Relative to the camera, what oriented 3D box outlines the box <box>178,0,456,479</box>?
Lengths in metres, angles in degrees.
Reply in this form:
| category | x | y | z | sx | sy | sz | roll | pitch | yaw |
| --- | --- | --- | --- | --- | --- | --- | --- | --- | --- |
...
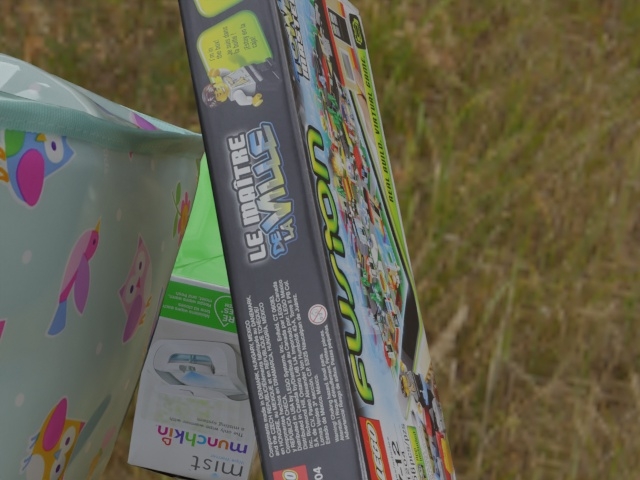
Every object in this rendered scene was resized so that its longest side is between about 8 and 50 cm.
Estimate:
| category | x | y | z | sx | sy | sz | roll | pitch | yaw |
| --- | --- | --- | --- | --- | --- | --- | --- | --- | --- |
| box | 0.000 | 0.000 | 0.579 | 0.036 | 0.207 | 0.114 | -15 | -13 | 17 |

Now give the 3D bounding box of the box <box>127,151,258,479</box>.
| category | x | y | z | sx | sy | sz | roll | pitch | yaw |
| --- | --- | --- | --- | --- | --- | --- | --- | --- | --- |
| box | -0.090 | 0.070 | 1.575 | 0.126 | 0.231 | 0.262 | 13 | 32 | 0 |

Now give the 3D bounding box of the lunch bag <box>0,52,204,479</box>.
| category | x | y | z | sx | sy | sz | roll | pitch | yaw |
| --- | --- | --- | --- | --- | --- | --- | --- | --- | --- |
| lunch bag | -0.156 | 0.035 | 0.615 | 0.160 | 0.223 | 0.262 | 20 | 5 | 4 |
